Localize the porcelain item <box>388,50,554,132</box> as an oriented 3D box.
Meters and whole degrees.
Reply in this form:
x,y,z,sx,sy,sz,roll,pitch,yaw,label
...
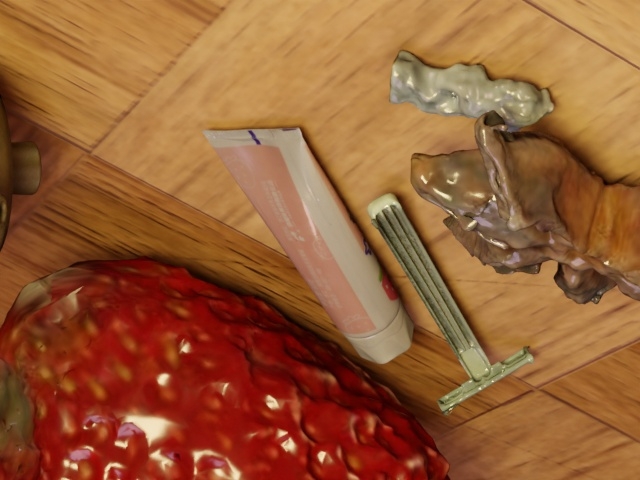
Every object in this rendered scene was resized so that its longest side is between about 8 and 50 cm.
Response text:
x,y,z,sx,sy,sz,roll,pitch,yaw,label
0.076,-0.074,0.959,0.083,0.028,0.036,14,168,6,porcelain item

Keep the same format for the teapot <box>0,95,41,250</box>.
x,y,z,sx,sy,sz,roll,pitch,yaw,label
-0.250,-0.041,1.081,0.175,0.185,0.268,0,-166,-27,teapot

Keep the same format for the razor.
x,y,z,sx,sy,sz,roll,pitch,yaw,label
0.067,0.030,1.137,0.068,0.037,0.191,-32,134,1,razor

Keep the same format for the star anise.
x,y,z,sx,sy,sz,roll,pitch,yaw,label
0.140,-0.001,0.999,0.208,0.063,0.172,17,164,-14,star anise

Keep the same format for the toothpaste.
x,y,z,sx,sy,sz,roll,pitch,yaw,label
0.000,0.000,1.126,0.067,0.043,0.194,2,141,34,toothpaste

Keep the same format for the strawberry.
x,y,z,sx,sy,sz,roll,pitch,yaw,label
-0.066,0.180,1.214,0.292,0.291,0.310,2,149,29,strawberry
